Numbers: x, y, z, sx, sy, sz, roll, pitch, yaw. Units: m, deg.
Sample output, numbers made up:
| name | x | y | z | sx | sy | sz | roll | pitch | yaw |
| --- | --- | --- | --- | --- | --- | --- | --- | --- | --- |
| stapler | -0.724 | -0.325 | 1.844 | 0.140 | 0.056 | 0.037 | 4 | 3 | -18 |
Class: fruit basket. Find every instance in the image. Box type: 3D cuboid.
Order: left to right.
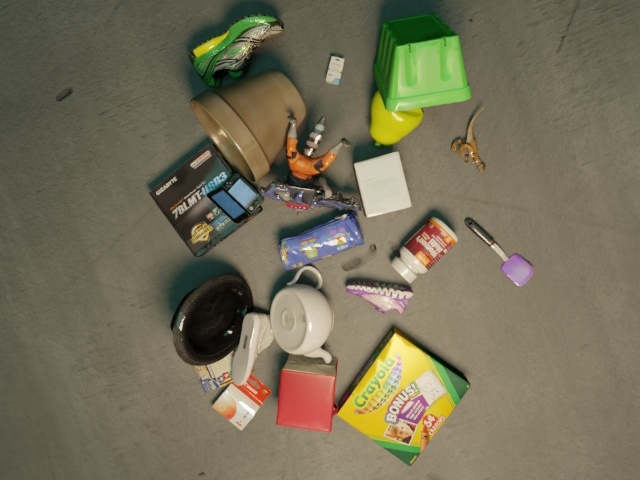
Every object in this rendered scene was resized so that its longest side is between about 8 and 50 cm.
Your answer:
| name | x | y | z | sx | sy | sz | roll | pitch | yaw |
| --- | --- | --- | --- | --- | --- | --- | --- | --- | --- |
| fruit basket | 0.286 | -0.473 | 1.279 | 0.282 | 0.392 | 0.393 | -7 | 94 | 5 |

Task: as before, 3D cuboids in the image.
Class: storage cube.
| name | x | y | z | sx | sy | sz | roll | pitch | yaw |
| --- | --- | --- | --- | --- | --- | --- | --- | --- | --- |
| storage cube | -0.039 | 0.522 | 1.420 | 0.214 | 0.183 | 0.194 | 5 | 93 | 4 |

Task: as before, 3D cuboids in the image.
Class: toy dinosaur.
| name | x | y | z | sx | sy | sz | roll | pitch | yaw |
| --- | --- | --- | --- | --- | --- | --- | --- | --- | --- |
| toy dinosaur | 0.511 | -0.334 | 1.388 | 0.112 | 0.064 | 0.212 | -17 | 103 | -13 |

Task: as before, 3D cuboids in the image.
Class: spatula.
| name | x | y | z | sx | sy | sz | roll | pitch | yaw |
| --- | --- | --- | --- | --- | --- | --- | --- | --- | --- |
| spatula | 0.614 | 0.029 | 1.413 | 0.296 | 0.030 | 0.084 | 45 | 95 | 0 |

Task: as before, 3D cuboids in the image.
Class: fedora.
| name | x | y | z | sx | sy | sz | roll | pitch | yaw |
| --- | --- | --- | --- | --- | --- | --- | --- | --- | --- |
| fedora | -0.391 | 0.257 | 1.400 | 0.152 | 0.333 | 0.335 | 10 | 96 | 37 |

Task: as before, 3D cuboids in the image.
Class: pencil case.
| name | x | y | z | sx | sy | sz | roll | pitch | yaw |
| --- | --- | --- | --- | --- | --- | --- | --- | --- | --- |
| pencil case | 0.000 | 0.000 | 1.408 | 0.305 | 0.119 | 0.133 | -20 | 122 | 5 |

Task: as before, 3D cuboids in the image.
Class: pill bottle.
| name | x | y | z | sx | sy | sz | roll | pitch | yaw |
| --- | --- | --- | --- | --- | --- | --- | --- | --- | --- |
| pill bottle | 0.350 | 0.035 | 1.387 | 0.121 | 0.121 | 0.221 | 44 | 96 | 0 |

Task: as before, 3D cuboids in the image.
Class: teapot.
| name | x | y | z | sx | sy | sz | roll | pitch | yaw |
| --- | --- | --- | --- | --- | --- | --- | --- | --- | --- |
| teapot | -0.042 | 0.260 | 1.404 | 0.252 | 0.186 | 0.256 | 44 | 121 | 38 |

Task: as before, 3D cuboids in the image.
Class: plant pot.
| name | x | y | z | sx | sy | sz | roll | pitch | yaw |
| --- | --- | --- | --- | --- | --- | --- | --- | --- | --- |
| plant pot | -0.210 | -0.399 | 1.324 | 0.280 | 0.323 | 0.323 | -42 | 90 | -10 |

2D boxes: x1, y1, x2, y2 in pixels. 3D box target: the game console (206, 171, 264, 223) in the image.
| name | x | y | z | sx | sy | sz | roll | pitch | yaw |
| --- | --- | --- | --- | --- | --- | --- | --- | --- | --- |
| game console | -0.283 | -0.147 | 1.370 | 0.144 | 0.085 | 0.124 | 44 | 94 | -1 |

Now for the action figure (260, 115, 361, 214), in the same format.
| name | x | y | z | sx | sy | sz | roll | pitch | yaw |
| --- | --- | --- | --- | --- | --- | --- | --- | --- | --- |
| action figure | -0.010 | -0.218 | 1.339 | 0.340 | 0.179 | 0.330 | 14 | 133 | -14 |

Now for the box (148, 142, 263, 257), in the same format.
| name | x | y | z | sx | sy | sz | roll | pitch | yaw |
| --- | --- | --- | --- | --- | --- | --- | --- | --- | --- |
| box | -0.410 | -0.141 | 1.455 | 0.295 | 0.073 | 0.293 | -36 | 92 | 5 |

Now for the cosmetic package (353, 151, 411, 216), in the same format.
| name | x | y | z | sx | sy | sz | roll | pitch | yaw |
| --- | --- | --- | --- | --- | --- | --- | --- | --- | --- |
| cosmetic package | 0.203 | -0.184 | 1.366 | 0.151 | 0.151 | 0.184 | -14 | 94 | 4 |

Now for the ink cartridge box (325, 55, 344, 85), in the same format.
| name | x | y | z | sx | sy | sz | roll | pitch | yaw |
| --- | --- | --- | --- | --- | --- | --- | --- | --- | --- |
| ink cartridge box | 0.051 | -0.588 | 1.408 | 0.048 | 0.028 | 0.084 | 15 | 95 | 3 |

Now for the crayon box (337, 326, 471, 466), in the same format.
| name | x | y | z | sx | sy | sz | roll | pitch | yaw |
| --- | --- | --- | --- | --- | --- | --- | --- | --- | --- |
| crayon box | 0.286 | 0.546 | 1.436 | 0.313 | 0.106 | 0.363 | 34 | 96 | 1 |

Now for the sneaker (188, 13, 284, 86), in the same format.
| name | x | y | z | sx | sy | sz | roll | pitch | yaw |
| --- | --- | --- | --- | --- | --- | --- | --- | --- | --- |
| sneaker | -0.271 | -0.646 | 1.391 | 0.343 | 0.134 | 0.147 | -25 | 99 | 14 |

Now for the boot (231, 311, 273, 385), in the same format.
| name | x | y | z | sx | sy | sz | roll | pitch | yaw |
| --- | --- | --- | --- | --- | --- | --- | --- | --- | --- |
| boot | -0.227 | 0.384 | 1.443 | 0.095 | 0.123 | 0.259 | 16 | 91 | 43 |

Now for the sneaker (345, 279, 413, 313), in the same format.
| name | x | y | z | sx | sy | sz | roll | pitch | yaw |
| --- | --- | --- | --- | --- | --- | --- | --- | --- | --- |
| sneaker | 0.203 | 0.203 | 1.428 | 0.236 | 0.095 | 0.105 | 10 | 102 | 2 |

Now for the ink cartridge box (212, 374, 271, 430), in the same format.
| name | x | y | z | sx | sy | sz | roll | pitch | yaw |
| --- | --- | --- | --- | --- | --- | --- | --- | --- | --- |
| ink cartridge box | -0.292 | 0.594 | 1.513 | 0.145 | 0.045 | 0.179 | 39 | 98 | 0 |

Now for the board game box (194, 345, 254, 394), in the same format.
| name | x | y | z | sx | sy | sz | roll | pitch | yaw |
| --- | --- | --- | --- | --- | --- | --- | --- | --- | --- |
| board game box | -0.362 | 0.456 | 1.496 | 0.193 | 0.045 | 0.147 | -26 | 83 | 6 |
